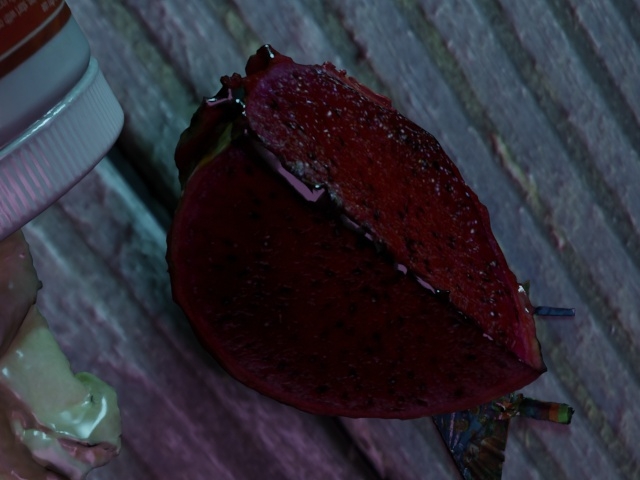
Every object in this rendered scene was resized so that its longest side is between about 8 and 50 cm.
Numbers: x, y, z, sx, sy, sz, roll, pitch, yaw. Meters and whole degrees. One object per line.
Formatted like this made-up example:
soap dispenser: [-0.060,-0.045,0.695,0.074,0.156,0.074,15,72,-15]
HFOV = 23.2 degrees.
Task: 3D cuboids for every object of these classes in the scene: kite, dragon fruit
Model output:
kite: [0.128,0.113,1.101,0.160,0.010,0.182,17,76,-39]
dragon fruit: [0.000,0.000,0.919,0.262,0.163,0.189,41,91,-28]

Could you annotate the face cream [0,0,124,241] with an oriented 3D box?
face cream: [-0.217,-0.086,0.692,0.201,0.201,0.187,-42,114,-34]

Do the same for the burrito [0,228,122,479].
burrito: [-0.237,0.128,0.730,0.175,0.107,0.347,48,56,-10]
